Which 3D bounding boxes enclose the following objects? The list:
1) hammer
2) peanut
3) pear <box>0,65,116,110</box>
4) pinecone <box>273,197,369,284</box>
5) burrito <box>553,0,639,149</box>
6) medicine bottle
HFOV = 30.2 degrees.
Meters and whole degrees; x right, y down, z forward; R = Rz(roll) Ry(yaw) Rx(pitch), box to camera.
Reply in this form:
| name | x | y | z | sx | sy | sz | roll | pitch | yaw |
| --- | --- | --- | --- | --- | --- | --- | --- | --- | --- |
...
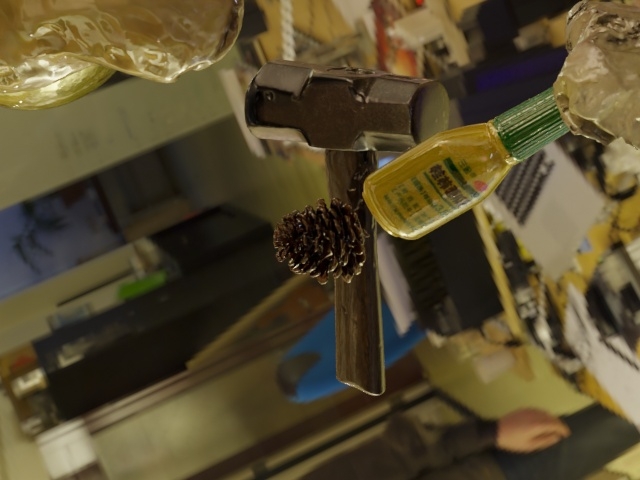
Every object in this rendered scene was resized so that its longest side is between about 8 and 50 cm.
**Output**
| name | x | y | z | sx | sy | sz | roll | pitch | yaw |
| --- | --- | --- | --- | --- | --- | --- | --- | --- | --- |
| hammer | 0.041 | -0.011 | 1.436 | 0.243 | 0.095 | 0.408 | 8 | 111 | 33 |
| peanut | -0.224 | -0.216 | 0.971 | 0.158 | 0.340 | 0.174 | 54 | -144 | -53 |
| pear | -0.302 | -0.275 | 1.256 | 0.283 | 0.284 | 0.283 | 60 | 166 | 25 |
| pinecone | 0.002 | -0.003 | 1.333 | 0.102 | 0.109 | 0.102 | -21 | 61 | 45 |
| burrito | 0.349 | -0.100 | 0.949 | 0.348 | 0.175 | 0.107 | 25 | 141 | 10 |
| medicine bottle | 0.168 | -0.090 | 1.221 | 0.095 | 0.261 | 0.064 | 47 | -155 | -28 |
